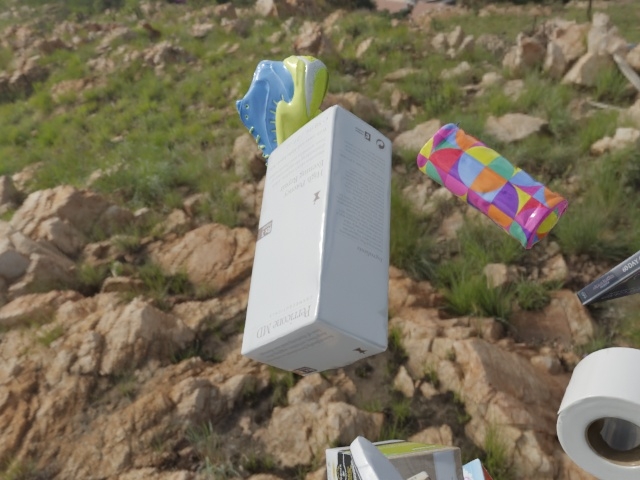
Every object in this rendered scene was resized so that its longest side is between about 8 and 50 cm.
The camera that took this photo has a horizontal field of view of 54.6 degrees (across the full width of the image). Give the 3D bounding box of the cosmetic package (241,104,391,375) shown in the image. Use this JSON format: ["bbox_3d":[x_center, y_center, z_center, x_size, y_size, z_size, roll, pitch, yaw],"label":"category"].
[{"bbox_3d":[0.000,0.000,0.595,0.117,0.086,0.231,-31,43,43],"label":"cosmetic package"}]

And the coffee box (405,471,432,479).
[{"bbox_3d":[0.106,0.390,0.639,0.168,0.118,0.297,-25,11,-7],"label":"coffee box"}]

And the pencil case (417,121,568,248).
[{"bbox_3d":[0.260,-0.088,0.960,0.104,0.104,0.236,-34,60,-24],"label":"pencil case"}]

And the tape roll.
[{"bbox_3d":[0.646,0.373,1.317,0.246,0.246,0.169,10,32,32],"label":"tape roll"}]

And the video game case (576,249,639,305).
[{"bbox_3d":[0.494,0.003,0.807,0.196,0.274,0.026,-8,64,-25],"label":"video game case"}]

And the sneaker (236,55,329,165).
[{"bbox_3d":[-0.058,-0.152,0.908,0.126,0.240,0.091,17,21,21],"label":"sneaker"}]

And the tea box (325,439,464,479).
[{"bbox_3d":[0.185,0.679,1.527,0.220,0.328,0.323,1,-12,-25],"label":"tea box"}]

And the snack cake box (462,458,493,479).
[{"bbox_3d":[0.433,0.727,1.620,0.089,0.152,0.264,-32,16,15],"label":"snack cake box"}]

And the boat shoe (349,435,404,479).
[{"bbox_3d":[0.100,0.455,1.008,0.102,0.108,0.301,-46,36,9],"label":"boat shoe"}]
